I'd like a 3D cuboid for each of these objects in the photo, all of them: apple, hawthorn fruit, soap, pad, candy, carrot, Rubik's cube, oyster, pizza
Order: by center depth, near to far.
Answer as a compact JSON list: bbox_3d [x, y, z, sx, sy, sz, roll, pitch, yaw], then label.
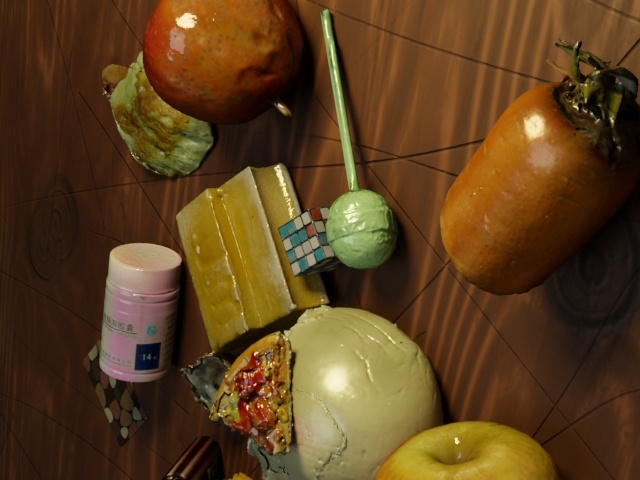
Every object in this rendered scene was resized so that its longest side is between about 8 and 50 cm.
[{"bbox_3d":[0.310,-0.101,1.430,0.193,0.214,0.331,36,132,4],"label":"carrot"},{"bbox_3d":[0.215,0.393,1.578,0.286,0.286,0.233,2,114,48],"label":"apple"},{"bbox_3d":[-0.096,0.248,1.717,0.201,0.053,0.193,-56,44,14],"label":"pizza"},{"bbox_3d":[0.041,-0.168,1.802,0.119,0.119,0.439,-23,73,48],"label":"candy"},{"bbox_3d":[-0.147,-0.312,1.866,0.298,0.277,0.277,44,130,10],"label":"hawthorn fruit"},{"bbox_3d":[0.000,0.000,1.866,0.092,0.092,0.092,-30,75,46],"label":"Rubik's cube"},{"bbox_3d":[-0.124,0.036,1.987,0.259,0.143,0.281,-33,68,42],"label":"soap"},{"bbox_3d":[-0.157,0.285,2.090,0.223,0.083,0.214,20,147,19],"label":"oyster"},{"bbox_3d":[-0.475,0.341,2.531,0.158,0.003,0.235,-47,63,42],"label":"pad"}]

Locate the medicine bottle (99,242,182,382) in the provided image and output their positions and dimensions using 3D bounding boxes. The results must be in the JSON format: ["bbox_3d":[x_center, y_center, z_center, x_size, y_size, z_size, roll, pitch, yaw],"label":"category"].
[{"bbox_3d":[-0.370,0.147,2.264,0.152,0.152,0.254,28,118,42],"label":"medicine bottle"}]

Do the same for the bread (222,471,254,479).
[{"bbox_3d":[-0.149,0.592,2.105,0.147,0.160,0.260,22,108,37],"label":"bread"}]

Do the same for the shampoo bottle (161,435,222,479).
[{"bbox_3d":[-0.261,0.475,2.096,0.084,0.323,0.129,16,97,5],"label":"shampoo bottle"}]

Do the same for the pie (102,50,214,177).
[{"bbox_3d":[-0.317,-0.249,2.183,0.274,0.105,0.257,-8,106,51],"label":"pie"}]

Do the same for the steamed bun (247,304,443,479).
[{"bbox_3d":[0.031,0.290,1.784,0.312,0.233,0.333,16,110,47],"label":"steamed bun"}]
